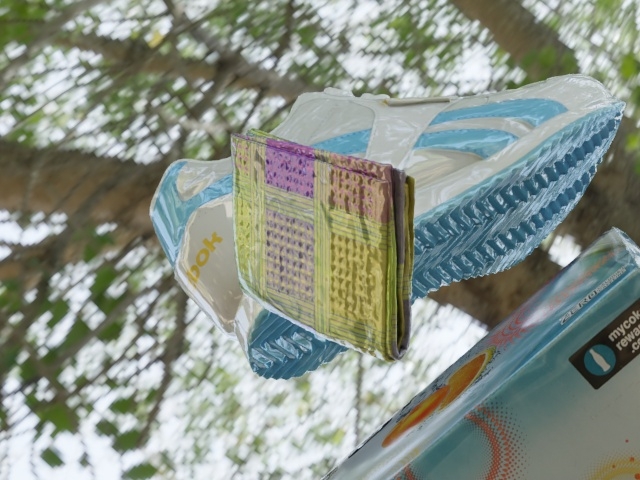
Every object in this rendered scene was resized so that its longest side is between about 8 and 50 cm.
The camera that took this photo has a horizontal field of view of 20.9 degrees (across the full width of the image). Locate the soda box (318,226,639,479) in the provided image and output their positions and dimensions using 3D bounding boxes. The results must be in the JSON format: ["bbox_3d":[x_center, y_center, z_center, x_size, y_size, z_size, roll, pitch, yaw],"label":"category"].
[{"bbox_3d":[0.019,0.081,0.390,0.183,0.058,0.063,-41,-86,8],"label":"soda box"}]

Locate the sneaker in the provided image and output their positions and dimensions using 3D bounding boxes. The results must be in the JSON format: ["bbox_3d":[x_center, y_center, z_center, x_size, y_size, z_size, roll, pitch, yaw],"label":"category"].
[{"bbox_3d":[0.037,-0.029,0.726,0.092,0.228,0.087,46,-40,27],"label":"sneaker"}]

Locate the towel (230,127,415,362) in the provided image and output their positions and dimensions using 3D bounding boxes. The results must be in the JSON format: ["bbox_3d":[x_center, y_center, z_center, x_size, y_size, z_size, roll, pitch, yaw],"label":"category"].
[{"bbox_3d":[0.000,0.000,0.527,0.083,0.009,0.060,18,-66,50],"label":"towel"}]
